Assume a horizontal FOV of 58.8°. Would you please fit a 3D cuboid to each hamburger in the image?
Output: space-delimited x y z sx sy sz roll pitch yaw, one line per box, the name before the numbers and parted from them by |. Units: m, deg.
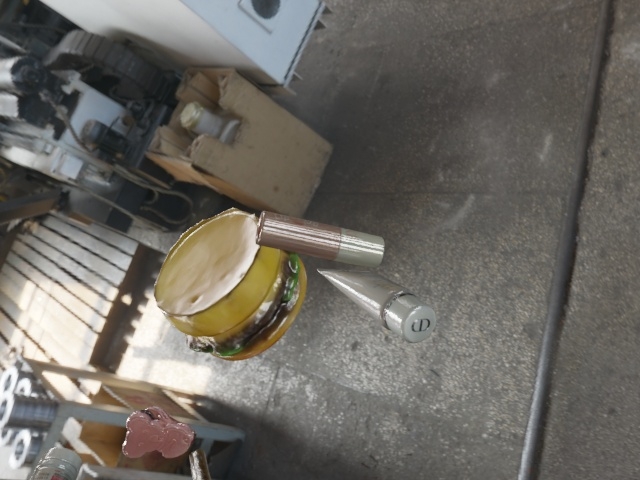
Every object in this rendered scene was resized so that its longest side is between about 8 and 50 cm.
hamburger | -0.223 0.134 1.542 0.395 0.277 0.396 -22 43 22

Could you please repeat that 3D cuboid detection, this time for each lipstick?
lipstick | 0.000 0.000 1.149 0.070 0.254 0.070 -168 90 -76

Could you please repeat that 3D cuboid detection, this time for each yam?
yam | -0.214 0.500 1.074 0.045 0.045 0.327 -70 21 7

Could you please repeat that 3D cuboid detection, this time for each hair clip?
hair clip | -0.365 0.442 1.280 0.138 0.102 0.123 27 110 12

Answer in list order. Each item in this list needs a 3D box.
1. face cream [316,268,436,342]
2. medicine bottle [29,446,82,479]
face cream | 0.119 0.110 1.184 0.314 0.143 0.089 37 120 58
medicine bottle | -0.377 0.344 0.792 0.058 0.058 0.091 -39 24 21
